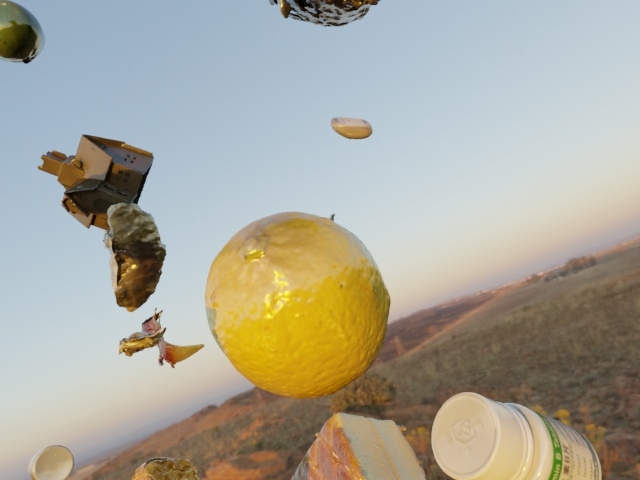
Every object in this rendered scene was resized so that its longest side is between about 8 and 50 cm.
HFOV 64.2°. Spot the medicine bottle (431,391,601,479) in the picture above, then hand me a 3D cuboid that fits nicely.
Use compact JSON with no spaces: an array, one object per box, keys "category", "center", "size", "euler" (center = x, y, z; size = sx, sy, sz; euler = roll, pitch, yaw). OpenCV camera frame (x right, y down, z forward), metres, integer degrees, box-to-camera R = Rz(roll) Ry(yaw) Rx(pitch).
[{"category":"medicine bottle","center":[0.282,0.307,0.736],"size":[0.237,0.139,0.139],"euler":[30,-40,-28]}]

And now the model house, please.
[{"category":"model house","center":[-0.580,-0.146,1.276],"size":[0.243,0.204,0.211],"euler":[22,-69,-16]}]

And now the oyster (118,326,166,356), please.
[{"category":"oyster","center":[-0.439,0.247,1.253],"size":[0.108,0.053,0.165],"euler":[-25,0,-37]}]

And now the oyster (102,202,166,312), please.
[{"category":"oyster","center":[-0.454,0.064,1.252],"size":[0.166,0.110,0.341],"euler":[-3,-54,-42]}]

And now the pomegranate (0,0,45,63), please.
[{"category":"pomegranate","center":[-0.739,-0.484,1.166],"size":[0.191,0.131,0.152],"euler":[15,-3,-20]}]

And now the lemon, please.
[{"category":"lemon","center":[-0.037,0.110,0.894],"size":[0.336,0.336,0.336],"euler":[-20,-12,-4]}]

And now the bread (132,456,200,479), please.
[{"category":"bread","center":[-0.208,0.337,0.695],"size":[0.044,0.083,0.110],"euler":[-38,-30,14]}]

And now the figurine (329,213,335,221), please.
[{"category":"figurine","center":[-0.002,0.005,1.235],"size":[0.114,0.178,0.144],"euler":[-51,-29,-20]}]

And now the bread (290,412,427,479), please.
[{"category":"bread","center":[0.081,0.568,1.094],"size":[0.207,0.279,0.279],"euler":[17,-66,-30]}]

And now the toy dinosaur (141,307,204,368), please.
[{"category":"toy dinosaur","center":[-0.504,0.319,1.700],"size":[0.113,0.207,0.327],"euler":[-13,-8,-38]}]

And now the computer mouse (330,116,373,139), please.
[{"category":"computer mouse","center":[0.068,-0.245,1.128],"size":[0.096,0.066,0.039],"euler":[2,-60,-10]}]

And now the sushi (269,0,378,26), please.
[{"category":"sushi","center":[0.011,-0.644,1.161],"size":[0.299,0.281,0.294],"euler":[-1,19,-5]}]

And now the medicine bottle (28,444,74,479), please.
[{"category":"medicine bottle","center":[-0.429,0.358,0.811],"size":[0.058,0.058,0.091],"euler":[-12,-14,-37]}]
